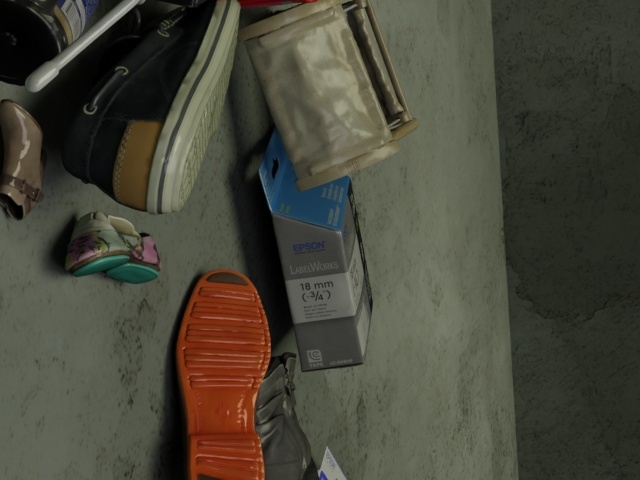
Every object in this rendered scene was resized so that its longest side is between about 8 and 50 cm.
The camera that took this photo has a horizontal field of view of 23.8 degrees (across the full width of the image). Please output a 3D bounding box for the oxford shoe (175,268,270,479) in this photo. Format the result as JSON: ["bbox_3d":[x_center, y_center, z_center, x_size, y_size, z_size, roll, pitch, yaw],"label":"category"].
[{"bbox_3d":[-0.144,0.216,2.063,0.133,0.130,0.364,119,-24,-60],"label":"oxford shoe"}]

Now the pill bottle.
[{"bbox_3d":[-0.295,-0.277,1.627,0.219,0.122,0.123,-71,151,-43],"label":"pill bottle"}]

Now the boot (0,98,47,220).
[{"bbox_3d":[-0.330,-0.083,1.640,0.118,0.042,0.087,65,33,-47],"label":"boot"}]

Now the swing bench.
[{"bbox_3d":[0.017,-0.239,2.279,0.255,0.165,0.253,-53,123,-71],"label":"swing bench"}]

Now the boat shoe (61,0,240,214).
[{"bbox_3d":[-0.194,-0.188,1.838,0.500,0.156,0.187,-76,179,-62],"label":"boat shoe"}]

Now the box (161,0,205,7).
[{"bbox_3d":[-0.165,-0.408,1.908,0.270,0.143,0.165,-48,149,-62],"label":"box"}]

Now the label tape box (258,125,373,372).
[{"bbox_3d":[0.000,0.000,2.345,0.241,0.105,0.334,-78,158,-67],"label":"label tape box"}]

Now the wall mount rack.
[{"bbox_3d":[-0.202,-0.319,1.460,0.350,0.130,0.304,119,-28,-58],"label":"wall mount rack"}]

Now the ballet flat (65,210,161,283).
[{"bbox_3d":[-0.253,0.007,1.814,0.221,0.076,0.079,16,55,-74],"label":"ballet flat"}]

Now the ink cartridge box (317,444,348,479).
[{"bbox_3d":[0.003,0.475,2.491,0.206,0.045,0.208,64,33,-48],"label":"ink cartridge box"}]

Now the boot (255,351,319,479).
[{"bbox_3d":[-0.091,0.297,2.181,0.338,0.118,0.223,-63,145,-75],"label":"boot"}]

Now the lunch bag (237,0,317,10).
[{"bbox_3d":[-0.022,-0.411,2.172,0.293,0.258,0.120,-42,125,-62],"label":"lunch bag"}]
